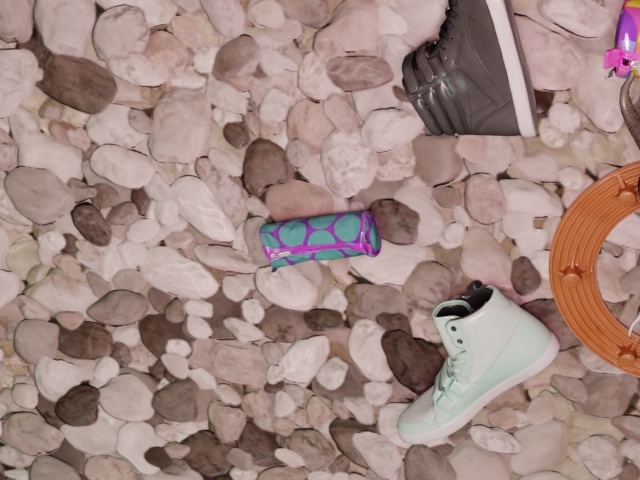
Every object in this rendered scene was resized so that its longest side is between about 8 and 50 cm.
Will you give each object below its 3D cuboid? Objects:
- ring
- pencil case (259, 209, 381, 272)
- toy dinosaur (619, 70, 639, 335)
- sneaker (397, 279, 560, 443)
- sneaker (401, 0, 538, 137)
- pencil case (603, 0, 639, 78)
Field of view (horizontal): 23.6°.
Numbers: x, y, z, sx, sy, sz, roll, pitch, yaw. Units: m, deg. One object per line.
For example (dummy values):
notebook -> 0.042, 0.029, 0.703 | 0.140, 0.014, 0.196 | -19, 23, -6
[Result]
ring -> 0.452, 0.048, 1.911 | 0.337, 0.032, 0.336 | 7, 122, 11
pencil case -> 0.000, 0.000, 1.983 | 0.152, 0.070, 0.064 | -8, 118, 19
toy dinosaur -> 0.408, -0.045, 1.748 | 0.121, 0.160, 0.313 | -1, 125, 15
sneaker -> 0.169, 0.155, 2.015 | 0.256, 0.094, 0.151 | -38, 111, 21
sneaker -> 0.153, -0.238, 1.773 | 0.147, 0.104, 0.295 | -9, 122, 15
pencil case -> 0.439, -0.209, 1.717 | 0.236, 0.104, 0.104 | 9, 122, 9
